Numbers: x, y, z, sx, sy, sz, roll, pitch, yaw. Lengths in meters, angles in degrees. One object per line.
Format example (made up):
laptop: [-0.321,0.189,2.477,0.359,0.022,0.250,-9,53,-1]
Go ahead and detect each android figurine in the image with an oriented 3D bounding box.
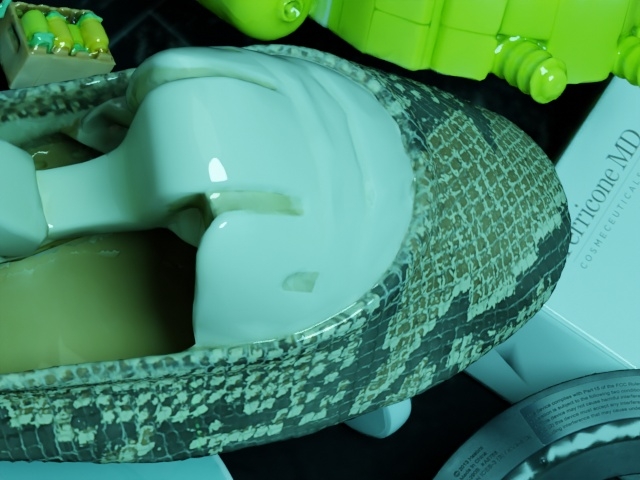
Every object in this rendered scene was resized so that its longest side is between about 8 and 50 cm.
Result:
android figurine: [0.050,-0.132,0.901,0.248,0.056,0.273,-8,33,-37]

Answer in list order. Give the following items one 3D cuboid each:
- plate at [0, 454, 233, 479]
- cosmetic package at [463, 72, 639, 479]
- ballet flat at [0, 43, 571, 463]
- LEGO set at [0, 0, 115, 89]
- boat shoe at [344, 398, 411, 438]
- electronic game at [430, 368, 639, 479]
plate: [-0.119,0.137,0.800,0.188,0.024,0.188,8,60,-14]
cosmetic package: [0.269,-0.016,0.968,0.284,0.097,0.377,36,58,1]
ballet flat: [-0.119,0.003,0.725,0.482,0.182,0.164,-9,66,-10]
LEGO set: [-0.222,-0.134,0.836,0.287,0.107,0.132,14,18,-9]
boat shoe: [0.000,0.000,0.888,0.083,0.065,0.183,-32,75,-28]
electronic game: [0.139,0.169,0.813,0.229,0.048,0.229,0,85,0]
